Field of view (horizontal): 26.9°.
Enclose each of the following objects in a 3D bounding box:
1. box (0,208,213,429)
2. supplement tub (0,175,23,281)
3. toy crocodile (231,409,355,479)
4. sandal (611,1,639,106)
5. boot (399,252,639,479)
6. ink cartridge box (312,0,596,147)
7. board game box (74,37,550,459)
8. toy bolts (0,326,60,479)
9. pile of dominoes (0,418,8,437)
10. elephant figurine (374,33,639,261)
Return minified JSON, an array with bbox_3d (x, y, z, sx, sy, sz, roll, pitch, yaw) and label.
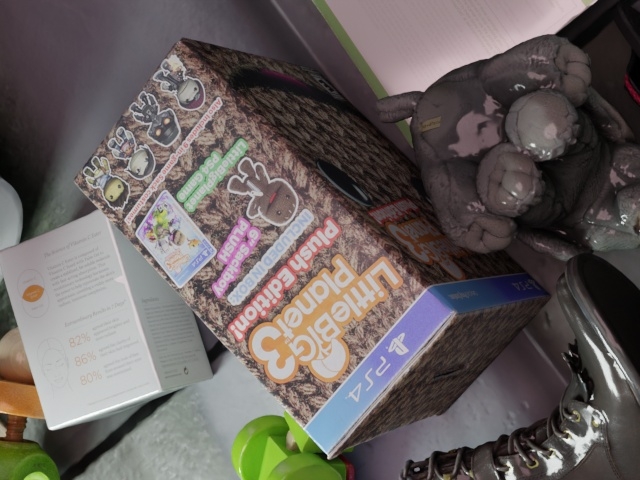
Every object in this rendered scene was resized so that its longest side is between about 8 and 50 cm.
[{"bbox_3d":[-0.194,0.068,1.205,0.130,0.091,0.170,-21,82,25],"label":"box"},{"bbox_3d":[-0.458,-0.057,1.253,0.316,0.228,0.228,35,105,21],"label":"supplement tub"},{"bbox_3d":[-0.026,0.264,1.128,0.115,0.105,0.341,-148,70,-65],"label":"toy crocodile"},{"bbox_3d":[0.263,-0.101,1.002,0.040,0.067,0.179,-37,78,33],"label":"sandal"},{"bbox_3d":[0.158,0.154,0.983,0.229,0.091,0.263,-20,104,29],"label":"boot"},{"bbox_3d":[0.124,-0.208,1.069,0.235,0.056,0.171,-37,76,19],"label":"ink cartridge box"},{"bbox_3d":[0.000,0.000,1.034,0.291,0.232,0.141,45,108,17],"label":"board game box"},{"bbox_3d":[-0.358,0.145,1.207,0.218,0.228,0.159,5,86,25],"label":"toy bolts"},{"bbox_3d":[-0.376,0.284,1.339,0.251,0.040,0.196,-25,79,15],"label":"pile of dominoes"},{"bbox_3d":[0.193,-0.043,1.000,0.169,0.239,0.186,-38,48,37],"label":"elephant figurine"}]
